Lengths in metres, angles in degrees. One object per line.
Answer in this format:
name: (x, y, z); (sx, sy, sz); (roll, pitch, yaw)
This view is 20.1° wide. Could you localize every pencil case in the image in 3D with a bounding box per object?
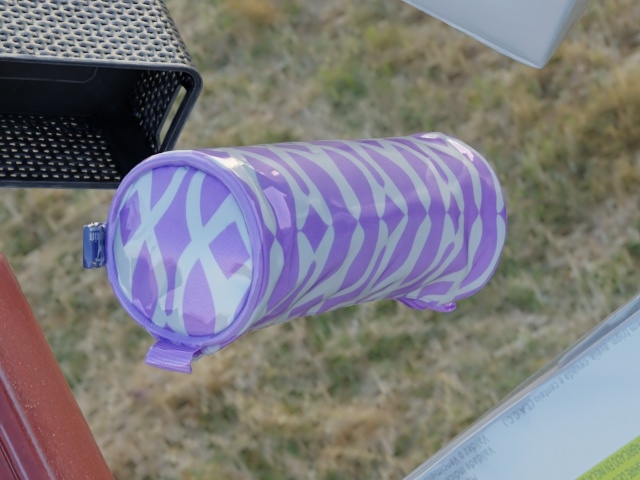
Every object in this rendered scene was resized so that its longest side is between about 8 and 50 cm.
pencil case: (0.000, 0.000, 0.773); (0.086, 0.088, 0.206); (1, 7, 38)

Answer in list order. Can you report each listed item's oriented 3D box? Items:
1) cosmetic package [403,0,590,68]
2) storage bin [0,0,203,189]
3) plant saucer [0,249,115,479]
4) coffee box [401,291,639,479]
cosmetic package: (0.142, -0.249, 1.258); (0.151, 0.184, 0.151); (28, 31, 8)
storage bin: (-0.190, -0.109, 1.284); (0.180, 0.122, 0.084); (-1, 46, -33)
plant saucer: (-0.199, 0.161, 0.758); (0.259, 0.258, 0.048); (-25, -6, -15)
coffee box: (0.291, 0.133, 0.884); (0.338, 0.334, 0.337); (-42, -8, 33)
